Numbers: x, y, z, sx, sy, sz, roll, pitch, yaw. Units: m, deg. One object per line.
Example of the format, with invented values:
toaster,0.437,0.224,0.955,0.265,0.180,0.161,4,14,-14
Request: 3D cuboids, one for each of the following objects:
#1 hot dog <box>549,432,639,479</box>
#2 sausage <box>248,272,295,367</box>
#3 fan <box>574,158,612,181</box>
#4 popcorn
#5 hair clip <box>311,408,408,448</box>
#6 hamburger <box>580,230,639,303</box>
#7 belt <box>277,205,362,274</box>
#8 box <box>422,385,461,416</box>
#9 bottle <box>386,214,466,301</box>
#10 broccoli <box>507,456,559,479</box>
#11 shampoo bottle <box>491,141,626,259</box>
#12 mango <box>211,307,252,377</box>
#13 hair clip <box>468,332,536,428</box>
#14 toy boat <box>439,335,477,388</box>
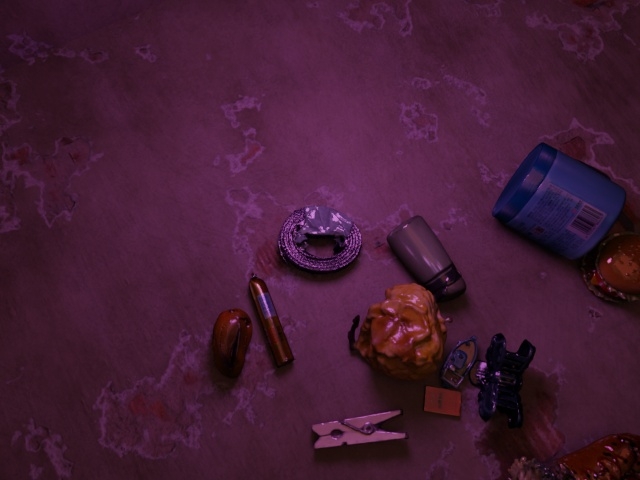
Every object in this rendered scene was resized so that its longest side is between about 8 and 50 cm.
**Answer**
hot dog,1.018,0.843,1.602,0.366,0.196,0.367,-22,77,-11
sausage,-0.193,0.287,1.805,0.082,0.082,0.371,-21,74,-7
fan,1.046,-0.264,1.890,0.182,0.310,0.010,36,101,23
popcorn,0.269,0.328,1.707,0.382,0.349,0.348,-13,72,22
hair clip,0.135,0.665,1.691,0.331,0.085,0.101,-7,71,-2
hamburger,1.146,0.098,1.814,0.275,0.212,0.274,0,73,-1
belt,0.000,0.000,1.875,0.325,0.122,0.260,6,77,0
box,0.443,0.584,1.754,0.134,0.023,0.090,10,71,2
bottle,0.412,0.080,1.838,0.169,0.168,0.347,-34,81,-10
broccoli,0.654,0.883,1.550,0.281,0.293,0.347,-19,58,36
shampoo bottle,0.891,-0.143,1.823,0.343,0.331,0.331,32,75,8
mango,-0.319,0.371,1.746,0.156,0.151,0.248,5,78,-42
hair clip,0.637,0.487,1.694,0.195,0.206,0.310,15,78,9
toy boat,0.512,0.438,1.754,0.088,0.102,0.215,34,72,11
